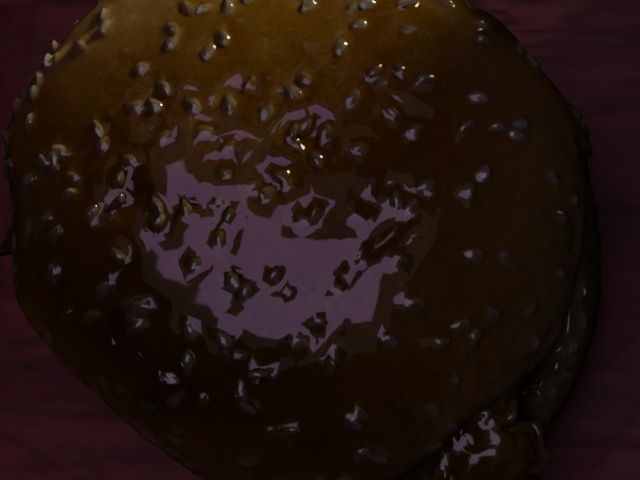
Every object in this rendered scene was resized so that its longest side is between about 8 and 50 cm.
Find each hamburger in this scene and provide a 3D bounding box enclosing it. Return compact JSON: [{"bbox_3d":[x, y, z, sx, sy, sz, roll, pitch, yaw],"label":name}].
[{"bbox_3d":[0.000,0.000,0.557,0.215,0.122,0.189,37,89,19],"label":"hamburger"}]
